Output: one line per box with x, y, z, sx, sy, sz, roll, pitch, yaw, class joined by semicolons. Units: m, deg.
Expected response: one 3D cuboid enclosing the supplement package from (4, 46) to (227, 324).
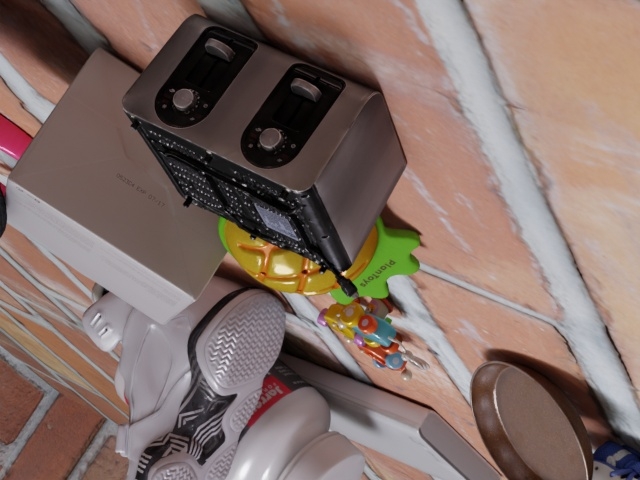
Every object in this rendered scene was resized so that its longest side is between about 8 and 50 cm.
-0.170;-0.043;1.471;0.194;0.149;0.203;34;166;-6;supplement package

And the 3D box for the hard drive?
0.073;0.238;2.125;0.307;0.040;0.203;18;160;44;hard drive

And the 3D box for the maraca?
0.000;0.000;1.366;0.185;0.099;0.127;27;132;-30;maraca

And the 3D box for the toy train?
0.065;0.096;1.666;0.125;0.046;0.166;32;169;-7;toy train

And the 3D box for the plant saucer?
0.211;0.188;1.570;0.168;0.029;0.168;43;147;36;plant saucer

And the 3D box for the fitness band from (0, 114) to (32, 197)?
-0.421;-0.109;1.967;0.209;0.054;0.291;34;164;-8;fitness band

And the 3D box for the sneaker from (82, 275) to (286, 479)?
-0.198;0.187;1.944;0.210;0.366;0.137;32;-168;30;sneaker

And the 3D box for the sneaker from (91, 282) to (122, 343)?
-0.248;0.130;2.338;0.232;0.090;0.115;26;161;17;sneaker

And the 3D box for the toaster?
-0.035;-0.066;1.198;0.168;0.110;0.186;26;164;23;toaster

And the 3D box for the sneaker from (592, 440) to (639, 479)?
0.310;0.259;1.564;0.112;0.131;0.296;-12;176;-43;sneaker

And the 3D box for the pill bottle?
-0.100;0.227;2.061;0.318;0.176;0.176;38;169;25;pill bottle

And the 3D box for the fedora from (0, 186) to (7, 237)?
-0.407;-0.125;1.420;0.334;0.152;0.334;56;162;29;fedora
